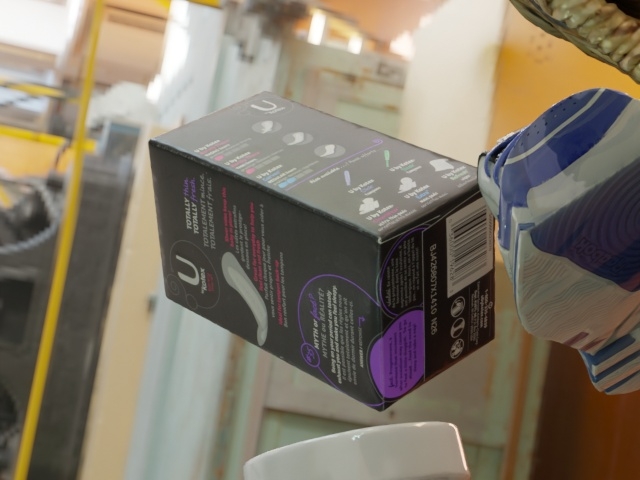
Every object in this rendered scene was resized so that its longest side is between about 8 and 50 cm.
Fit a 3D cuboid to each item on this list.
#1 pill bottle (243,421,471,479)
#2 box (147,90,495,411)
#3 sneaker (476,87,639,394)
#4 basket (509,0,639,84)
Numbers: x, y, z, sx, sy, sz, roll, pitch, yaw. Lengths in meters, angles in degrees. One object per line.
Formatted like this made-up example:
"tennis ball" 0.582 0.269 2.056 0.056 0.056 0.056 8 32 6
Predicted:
"pill bottle" 0.057 0.329 1.077 0.210 0.210 0.362 130 133 -65
"box" 0.000 0.000 1.224 0.270 0.143 0.165 24 129 38
"sneaker" 0.159 -0.024 0.958 0.182 0.127 0.315 61 -174 30
"basket" 0.183 -0.210 0.590 0.299 0.213 0.223 -53 31 9
